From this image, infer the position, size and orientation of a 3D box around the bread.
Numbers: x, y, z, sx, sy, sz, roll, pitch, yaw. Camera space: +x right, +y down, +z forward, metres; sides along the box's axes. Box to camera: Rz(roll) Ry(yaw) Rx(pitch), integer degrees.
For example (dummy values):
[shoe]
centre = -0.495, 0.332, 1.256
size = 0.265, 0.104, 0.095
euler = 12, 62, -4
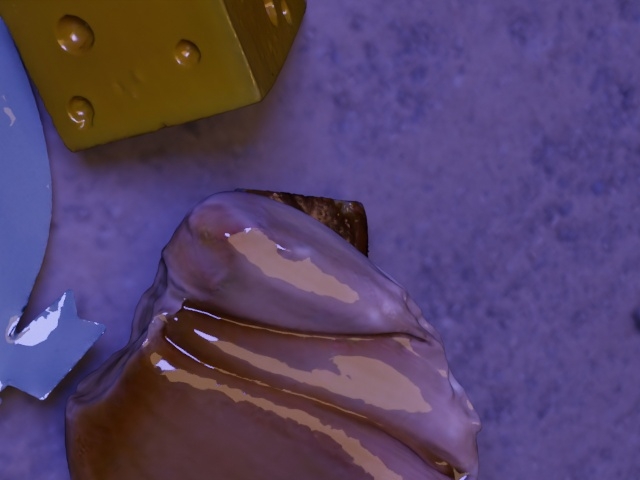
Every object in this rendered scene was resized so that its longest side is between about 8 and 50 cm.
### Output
[bread]
centre = 0.000, 0.000, 0.842
size = 0.062, 0.043, 0.109
euler = -40, 104, -15

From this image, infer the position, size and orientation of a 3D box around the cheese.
[cheese]
centre = -0.060, -0.133, 0.777
size = 0.171, 0.126, 0.093
euler = -51, 123, -51

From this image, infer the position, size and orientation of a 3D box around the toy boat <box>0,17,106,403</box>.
[toy boat]
centre = -0.220, -0.053, 0.717
size = 0.210, 0.070, 0.291
euler = -10, 92, -36

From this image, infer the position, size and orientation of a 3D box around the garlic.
[garlic]
centre = -0.019, 0.108, 0.798
size = 0.228, 0.110, 0.217
euler = 35, 97, -5
